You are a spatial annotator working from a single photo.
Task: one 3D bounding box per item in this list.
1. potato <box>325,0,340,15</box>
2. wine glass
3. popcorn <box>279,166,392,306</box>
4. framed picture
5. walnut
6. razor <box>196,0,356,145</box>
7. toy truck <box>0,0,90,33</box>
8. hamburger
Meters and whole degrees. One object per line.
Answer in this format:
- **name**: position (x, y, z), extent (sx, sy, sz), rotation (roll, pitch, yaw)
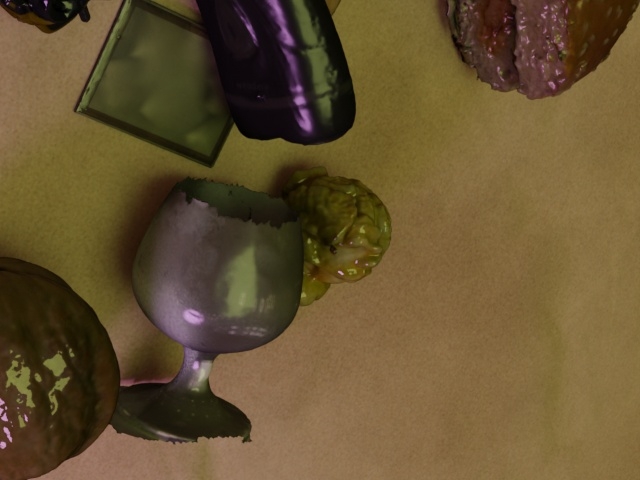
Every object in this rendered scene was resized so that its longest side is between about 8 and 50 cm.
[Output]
- **potato**: position (-0.020, -0.350, 1.986), extent (0.112, 0.112, 0.147), rotation (-47, 138, -10)
- **wine glass**: position (-0.150, 0.090, 2.008), extent (0.238, 0.238, 0.323), rotation (5, 105, -38)
- **popcorn**: position (0.010, 0.003, 2.128), extent (0.173, 0.168, 0.195), rotation (-40, 153, -65)
- **framed picture**: position (-0.192, -0.205, 1.982), extent (0.231, 0.010, 0.173), rotation (23, 95, -40)
- **walnut**: position (-0.375, 0.155, 1.862), extent (0.283, 0.227, 0.283), rotation (-1, 112, -3)
- **razor**: position (-0.073, -0.279, 1.903), extent (0.113, 0.204, 0.349), rotation (-37, 122, -30)
- **toy truck**: position (-0.281, -0.326, 1.792), extent (0.224, 0.147, 0.165), rotation (-42, 156, -16)
- **hamburger**: position (0.331, -0.434, 2.112), extent (0.287, 0.268, 0.445), rotation (-33, 125, -25)
